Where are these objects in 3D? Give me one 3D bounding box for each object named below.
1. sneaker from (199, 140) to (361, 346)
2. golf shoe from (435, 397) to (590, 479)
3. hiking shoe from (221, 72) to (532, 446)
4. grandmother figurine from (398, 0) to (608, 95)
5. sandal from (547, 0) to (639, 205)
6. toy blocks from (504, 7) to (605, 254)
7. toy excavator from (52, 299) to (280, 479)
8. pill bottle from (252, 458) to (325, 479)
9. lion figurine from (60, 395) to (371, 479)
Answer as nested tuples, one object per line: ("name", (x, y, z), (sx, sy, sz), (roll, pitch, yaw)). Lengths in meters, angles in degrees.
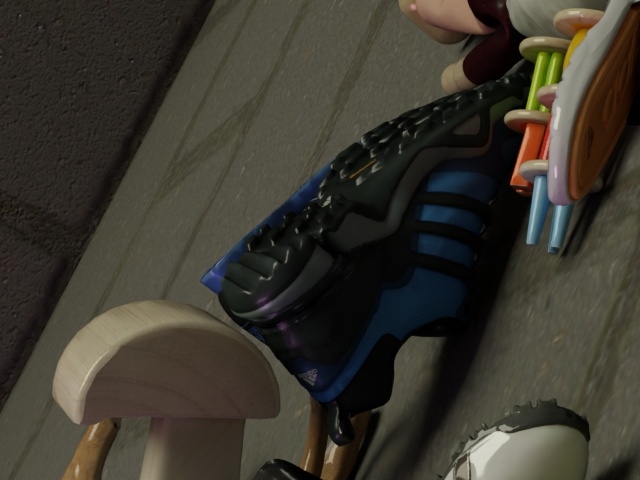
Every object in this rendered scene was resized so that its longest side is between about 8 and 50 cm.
("sneaker", (0.000, 0.000, 1.466), (0.232, 0.090, 0.081), (-43, 2, -34))
("golf shoe", (0.080, 0.173, 0.845), (0.198, 0.077, 0.094), (-60, 28, 15))
("hiking shoe", (0.060, -0.001, 1.162), (0.304, 0.132, 0.113), (-41, 17, -35))
("grandmother figurine", (0.148, -0.208, 1.343), (0.342, 0.104, 0.208), (-131, 45, -73))
("sandal", (0.193, -0.100, 0.971), (0.265, 0.076, 0.102), (-59, -25, -44))
("toy blocks", (0.147, -0.060, 1.104), (0.123, 0.054, 0.148), (143, 142, -76))
("toy excavator", (-0.187, 0.303, 1.086), (0.445, 0.433, 0.222), (-24, 15, -16))
("pill bottle", (-0.032, 0.242, 0.953), (0.219, 0.122, 0.123), (-59, 14, -3))
("lion figurine", (-0.115, 0.227, 1.254), (0.392, 0.142, 0.240), (-29, 39, 56))
